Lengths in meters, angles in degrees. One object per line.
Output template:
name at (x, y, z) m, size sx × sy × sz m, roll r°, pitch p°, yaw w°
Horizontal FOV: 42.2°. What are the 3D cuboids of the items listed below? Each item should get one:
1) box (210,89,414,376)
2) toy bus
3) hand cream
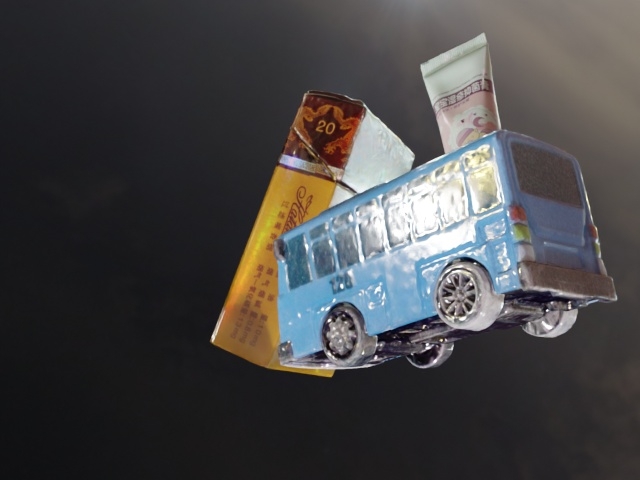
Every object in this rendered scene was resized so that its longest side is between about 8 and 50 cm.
box at (0.000, -0.001, 1.319) m, size 0.115 × 0.415 × 0.264 m, roll 20°, pitch 176°, yaw 27°
toy bus at (0.075, 0.019, 0.605) m, size 0.116 × 0.234 × 0.134 m, roll 8°, pitch -113°, yaw -43°
hand cream at (0.169, -0.078, 0.881) m, size 0.058 × 0.085 × 0.331 m, roll 32°, pitch -137°, yaw -43°
